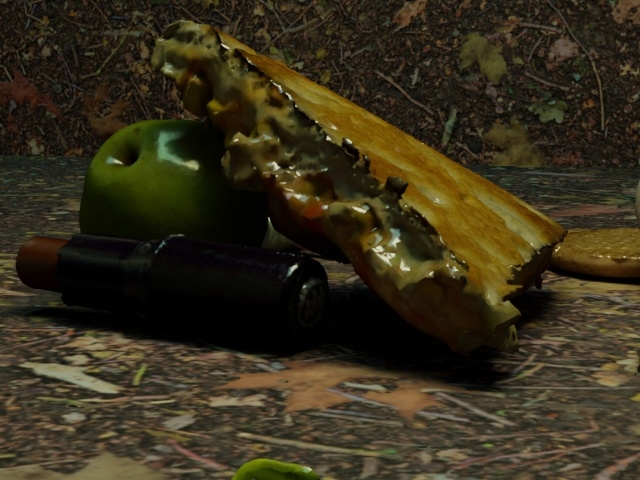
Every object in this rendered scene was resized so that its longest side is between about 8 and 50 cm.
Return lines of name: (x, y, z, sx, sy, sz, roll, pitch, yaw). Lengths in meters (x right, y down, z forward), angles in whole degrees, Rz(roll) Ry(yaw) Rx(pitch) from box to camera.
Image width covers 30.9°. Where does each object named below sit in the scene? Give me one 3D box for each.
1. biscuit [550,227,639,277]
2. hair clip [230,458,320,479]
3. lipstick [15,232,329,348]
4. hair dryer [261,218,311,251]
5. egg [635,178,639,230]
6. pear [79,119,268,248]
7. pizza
biscuit: (0.319, 0.014, 1.300, 0.144, 0.033, 0.224, 0, 8, 15)
hair clip: (-0.074, 0.125, 0.444, 0.072, 0.046, 0.173, 3, 6, 37)
lipstick: (-0.132, 0.033, 0.965, 0.299, 0.081, 0.081, 8, 11, 31)
hair dryer: (-0.004, 0.001, 1.379, 0.106, 0.054, 0.154, 0, 17, -37)
egg: (0.396, -0.031, 1.115, 0.183, 0.183, 0.217, -3, -3, -25)
pear: (-0.127, -0.016, 1.107, 0.180, 0.166, 0.216, -22, -40, 19)
pizza: (0.050, -0.014, 0.963, 0.440, 0.130, 0.406, 27, 17, -17)
